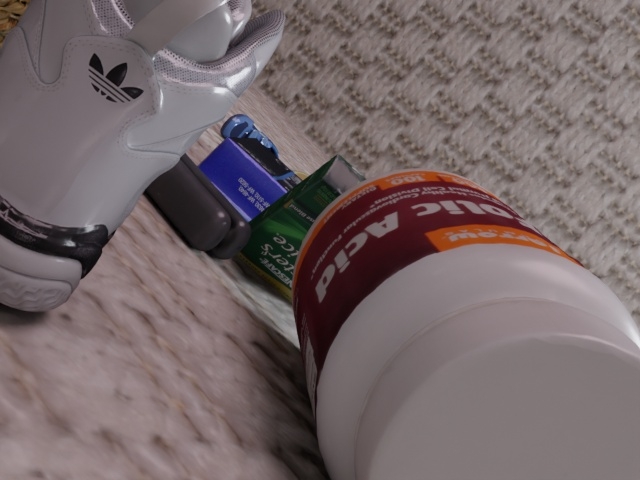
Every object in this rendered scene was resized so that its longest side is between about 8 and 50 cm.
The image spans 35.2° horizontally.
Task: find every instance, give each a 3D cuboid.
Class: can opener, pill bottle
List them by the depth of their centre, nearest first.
[{"bbox_3d":[0.099,0.089,0.727,0.224,0.224,0.392,41,7,-14],"label":"pill bottle"},{"bbox_3d":[-0.154,-0.105,0.994,0.283,0.095,0.076,47,9,29],"label":"can opener"}]

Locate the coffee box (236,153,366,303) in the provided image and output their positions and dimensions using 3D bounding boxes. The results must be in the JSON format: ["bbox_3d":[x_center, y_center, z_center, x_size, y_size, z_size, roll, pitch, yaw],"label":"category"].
[{"bbox_3d":[0.000,0.000,0.978,0.113,0.184,0.040,42,52,-14],"label":"coffee box"}]

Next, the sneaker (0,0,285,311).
[{"bbox_3d":[-0.133,-0.101,0.642,0.137,0.210,0.366,41,8,-17],"label":"sneaker"}]

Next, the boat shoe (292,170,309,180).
[{"bbox_3d":[-0.009,-0.061,1.661,0.153,0.056,0.048,46,-1,-41],"label":"boat shoe"}]

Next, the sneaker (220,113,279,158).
[{"bbox_3d":[-0.116,-0.169,1.719,0.059,0.053,0.144,50,11,31],"label":"sneaker"}]

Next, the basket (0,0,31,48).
[{"bbox_3d":[-0.271,-0.257,0.788,0.223,0.213,0.299,43,7,-2],"label":"basket"}]

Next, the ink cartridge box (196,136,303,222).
[{"bbox_3d":[-0.068,-0.061,1.329,0.165,0.065,0.332,43,8,-2],"label":"ink cartridge box"}]
